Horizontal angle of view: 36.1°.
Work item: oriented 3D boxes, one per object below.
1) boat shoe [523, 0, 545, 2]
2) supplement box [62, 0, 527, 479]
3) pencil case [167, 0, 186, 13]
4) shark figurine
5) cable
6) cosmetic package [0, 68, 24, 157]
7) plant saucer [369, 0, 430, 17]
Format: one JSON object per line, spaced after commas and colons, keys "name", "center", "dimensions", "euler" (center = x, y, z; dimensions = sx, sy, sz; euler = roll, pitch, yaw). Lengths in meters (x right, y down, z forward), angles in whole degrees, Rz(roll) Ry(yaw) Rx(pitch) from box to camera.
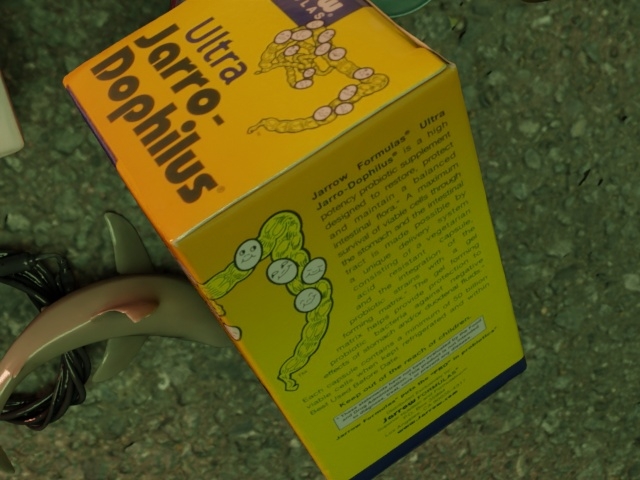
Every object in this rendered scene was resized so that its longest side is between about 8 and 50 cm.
{"name": "boat shoe", "center": [0.265, -0.313, 0.803], "dimensions": [0.302, 0.109, 0.098], "euler": [-37, 74, 6]}
{"name": "supplement box", "center": [0.000, 0.000, 0.734], "dimensions": [0.195, 0.194, 0.356], "euler": [-34, 139, -8]}
{"name": "pencil case", "center": [-0.051, -0.235, 0.758], "dimensions": [0.124, 0.124, 0.284], "euler": [12, 109, -15]}
{"name": "shark figurine", "center": [-0.189, 0.084, 0.820], "dimensions": [0.278, 0.116, 0.166], "euler": [-31, 109, -28]}
{"name": "cable", "center": [-0.285, 0.096, 0.882], "dimensions": [0.151, 0.047, 0.184], "euler": [-7, 113, -8]}
{"name": "cosmetic package", "center": [-0.461, -0.115, 0.660], "dimensions": [0.453, 0.161, 0.230], "euler": [-19, 114, -15]}
{"name": "plant saucer", "center": [0.055, -0.247, 0.822], "dimensions": [0.119, 0.021, 0.119], "euler": [-4, 111, -9]}
